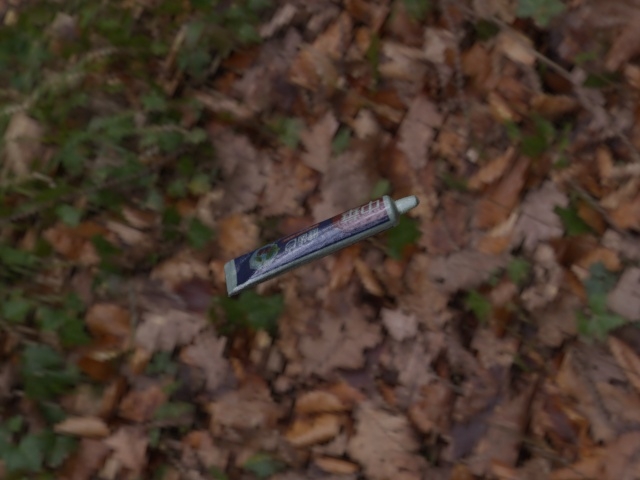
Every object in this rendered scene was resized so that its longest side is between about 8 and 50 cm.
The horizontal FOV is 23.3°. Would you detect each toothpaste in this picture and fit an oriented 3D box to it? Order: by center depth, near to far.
[{"bbox_3d":[0.000,0.000,1.015,0.140,0.021,0.037,-23,34,8],"label":"toothpaste"}]
